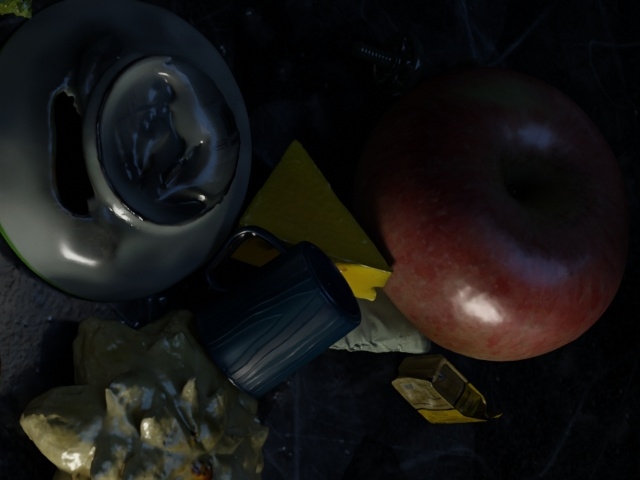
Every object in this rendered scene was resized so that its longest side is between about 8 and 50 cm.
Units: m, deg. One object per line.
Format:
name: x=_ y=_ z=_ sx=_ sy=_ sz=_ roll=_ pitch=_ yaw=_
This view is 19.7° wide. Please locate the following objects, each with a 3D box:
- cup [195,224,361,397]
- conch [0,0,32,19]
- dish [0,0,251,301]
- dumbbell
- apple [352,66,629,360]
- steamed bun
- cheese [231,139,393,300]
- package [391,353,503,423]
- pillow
cup: x=-0.051 y=0.069 z=1.918 sx=0.150 sy=0.138 sz=0.113 roll=46 pitch=17 yaw=-29
conch: x=-0.329 y=-0.256 z=1.803 sx=0.121 sy=0.074 sz=0.089 roll=42 pitch=24 yaw=-8
dish: x=-0.182 y=-0.100 z=1.890 sx=0.324 sy=0.124 sz=0.324 roll=3 pitch=85 yaw=-41
dumbbell: x=0.133 y=-0.194 z=2.197 sx=0.254 sy=0.081 sz=0.081 roll=15 pitch=78 yaw=-40
apple: x=0.184 y=-0.022 z=2.088 sx=0.345 sy=0.269 sz=0.345 roll=10 pitch=62 yaw=-19
steamed bun: x=-0.161 y=0.208 z=1.886 sx=0.292 sy=0.137 sz=0.295 roll=31 pitch=70 yaw=-34
cheese: x=0.000 y=0.000 z=2.011 sx=0.171 sy=0.093 sz=0.126 roll=34 pitch=60 yaw=2
package: x=0.151 y=0.189 z=2.196 sx=0.131 sy=0.071 sz=0.047 roll=45 pitch=55 yaw=-31
pillow: x=0.045 y=0.065 z=2.122 sx=0.229 sy=0.051 sz=0.128 roll=4 pitch=76 yaw=-42
